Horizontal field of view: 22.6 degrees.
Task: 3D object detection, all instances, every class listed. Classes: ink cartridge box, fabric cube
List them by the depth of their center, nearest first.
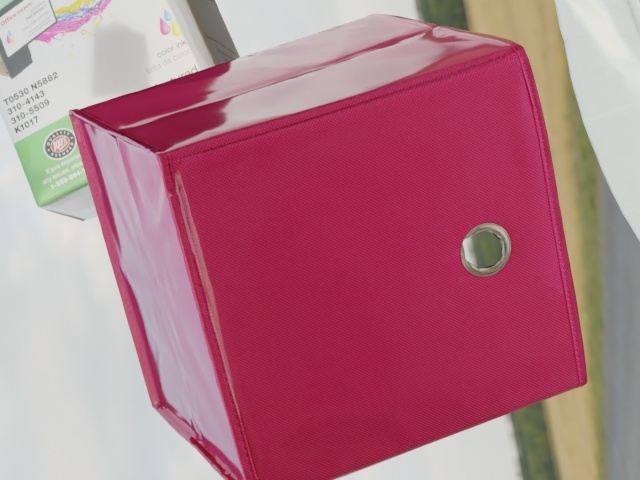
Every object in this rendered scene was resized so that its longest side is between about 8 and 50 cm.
[{"bbox_3d":[0.000,0.000,1.139,0.259,0.258,0.254,-152,46,-65],"label":"fabric cube"},{"bbox_3d":[-0.200,-0.188,1.447,0.278,0.201,0.117,66,-168,11],"label":"ink cartridge box"}]

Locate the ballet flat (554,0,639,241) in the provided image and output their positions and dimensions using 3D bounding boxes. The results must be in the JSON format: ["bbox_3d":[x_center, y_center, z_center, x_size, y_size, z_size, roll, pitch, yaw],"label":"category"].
[{"bbox_3d":[0.151,-0.113,0.581,0.139,0.139,0.400,-60,-53,-80],"label":"ballet flat"}]
